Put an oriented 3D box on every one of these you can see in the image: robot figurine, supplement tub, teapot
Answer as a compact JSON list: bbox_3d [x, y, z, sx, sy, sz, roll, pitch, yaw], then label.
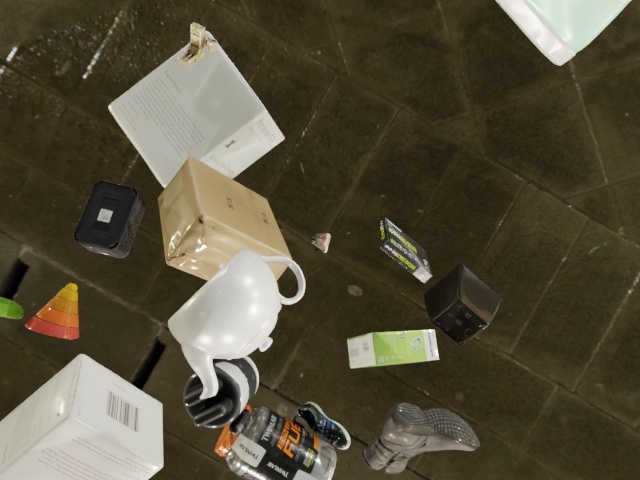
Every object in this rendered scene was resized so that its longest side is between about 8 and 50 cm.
[{"bbox_3d":[-0.279,0.417,1.344,0.173,0.278,0.209,11,95,8],"label":"robot figurine"},{"bbox_3d":[-0.139,0.655,1.470,0.338,0.207,0.207,32,89,-6],"label":"supplement tub"},{"bbox_3d":[-0.168,0.150,0.988,0.187,0.252,0.256,45,103,-6],"label":"teapot"}]

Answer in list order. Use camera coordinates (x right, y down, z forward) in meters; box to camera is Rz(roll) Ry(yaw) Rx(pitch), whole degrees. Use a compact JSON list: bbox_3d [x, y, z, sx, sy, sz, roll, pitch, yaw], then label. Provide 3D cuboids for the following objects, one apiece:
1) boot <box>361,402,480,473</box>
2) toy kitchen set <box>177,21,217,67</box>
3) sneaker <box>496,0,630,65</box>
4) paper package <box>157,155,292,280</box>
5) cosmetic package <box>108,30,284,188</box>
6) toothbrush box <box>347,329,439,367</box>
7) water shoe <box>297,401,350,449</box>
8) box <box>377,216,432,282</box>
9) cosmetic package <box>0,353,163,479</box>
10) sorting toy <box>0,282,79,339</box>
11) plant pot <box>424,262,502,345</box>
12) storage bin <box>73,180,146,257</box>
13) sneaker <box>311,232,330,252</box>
[{"bbox_3d":[0.304,0.626,1.468,0.338,0.118,0.223,23,111,-19],"label":"boot"},{"bbox_3d":[-0.312,-0.488,1.211,0.068,0.083,0.075,27,52,6],"label":"toy kitchen set"},{"bbox_3d":[0.199,-0.298,0.427,0.256,0.094,0.151,32,127,-22],"label":"sneaker"},{"bbox_3d":[-0.266,-0.033,1.306,0.309,0.325,0.168,29,110,-37],"label":"paper package"},{"bbox_3d":[-0.391,-0.387,1.584,0.393,0.329,0.327,-37,83,3],"label":"cosmetic package"},{"bbox_3d":[0.277,0.419,1.844,0.283,0.206,0.122,3,72,-24],"label":"toothbrush box"},{"bbox_3d":[0.005,0.622,1.576,0.203,0.080,0.073,33,107,28],"label":"water shoe"},{"bbox_3d":[0.269,0.028,1.535,0.190,0.184,0.045,38,114,-12],"label":"box"},{"bbox_3d":[-0.464,0.393,0.791,0.365,0.155,0.197,-38,122,2],"label":"cosmetic package"},{"bbox_3d":[-0.733,0.120,1.141,0.365,0.127,0.126,20,81,-1],"label":"sorting toy"},{"bbox_3d":[0.459,0.224,1.555,0.187,0.167,0.188,40,120,-3],"label":"plant pot"},{"bbox_3d":[-0.563,-0.056,1.284,0.122,0.084,0.180,13,70,0],"label":"storage bin"},{"bbox_3d":[0.000,0.000,1.742,0.064,0.158,0.061,13,74,3],"label":"sneaker"}]
